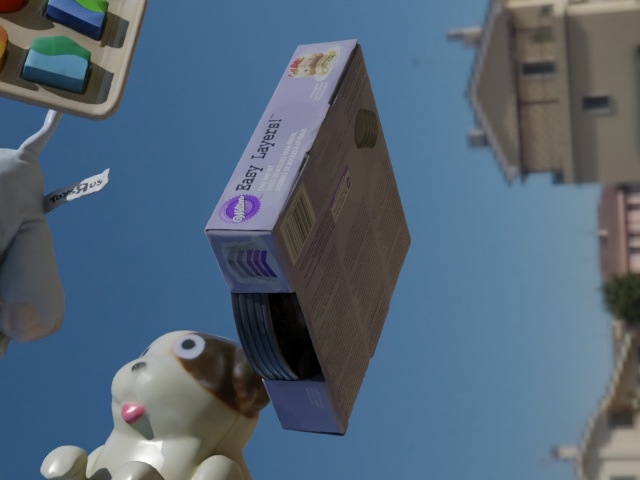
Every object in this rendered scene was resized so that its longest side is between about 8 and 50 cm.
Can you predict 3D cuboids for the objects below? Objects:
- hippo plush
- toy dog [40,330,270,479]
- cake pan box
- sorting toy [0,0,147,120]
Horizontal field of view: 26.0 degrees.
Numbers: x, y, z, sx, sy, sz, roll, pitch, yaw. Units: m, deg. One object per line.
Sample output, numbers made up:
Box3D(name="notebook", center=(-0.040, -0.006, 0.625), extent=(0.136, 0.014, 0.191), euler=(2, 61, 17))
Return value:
Box3D(name="hippo plush", center=(-0.381, -0.005, 1.401), extent=(0.234, 0.294, 0.236), euler=(60, -165, 19))
Box3D(name="toy dog", center=(-0.167, 0.323, 1.823), extent=(0.395, 0.285, 0.407), euler=(0, -91, -40))
Box3D(name="cake pan box", center=(0.000, 0.000, 1.208), extent=(0.266, 0.070, 0.245), euler=(-69, -31, -42))
Box3D(name="sorting toy", center=(-0.279, -0.202, 1.316), extent=(0.193, 0.208, 0.038), euler=(-85, 8, -46))
